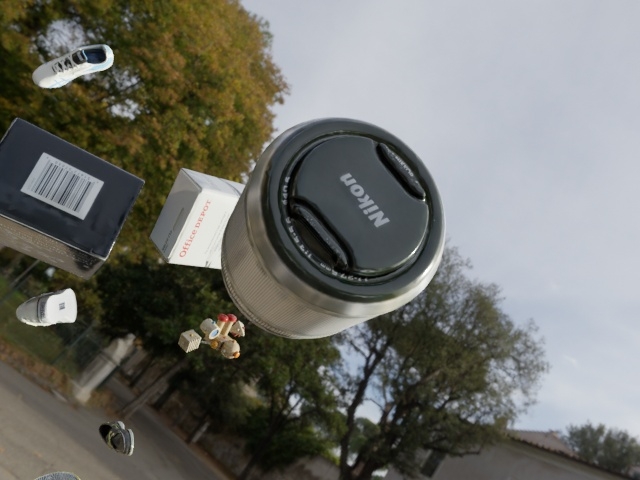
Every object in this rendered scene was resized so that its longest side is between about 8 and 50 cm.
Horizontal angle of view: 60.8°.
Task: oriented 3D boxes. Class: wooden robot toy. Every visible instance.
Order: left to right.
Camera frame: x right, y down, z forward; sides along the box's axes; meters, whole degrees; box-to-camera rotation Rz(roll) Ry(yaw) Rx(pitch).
[{"bbox_3d":[-0.189,0.196,1.074,0.079,0.076,0.173,38,14,28],"label":"wooden robot toy"}]

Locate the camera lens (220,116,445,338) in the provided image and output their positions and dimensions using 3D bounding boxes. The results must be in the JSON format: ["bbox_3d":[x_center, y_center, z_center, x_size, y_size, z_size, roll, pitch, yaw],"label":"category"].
[{"bbox_3d":[0.000,0.000,0.657,0.219,0.219,0.274,41,-25,-3],"label":"camera lens"}]

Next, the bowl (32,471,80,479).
[{"bbox_3d":[-0.583,0.585,1.158,0.170,0.170,0.080,15,-58,45],"label":"bowl"}]

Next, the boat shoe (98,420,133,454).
[{"bbox_3d":[-0.679,0.658,1.812,0.069,0.081,0.228,14,-9,-33],"label":"boat shoe"}]

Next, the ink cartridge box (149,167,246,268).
[{"bbox_3d":[-0.244,-0.041,1.327,0.273,0.197,0.114,11,23,-49],"label":"ink cartridge box"}]

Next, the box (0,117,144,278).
[{"bbox_3d":[-0.637,-0.075,1.319,0.294,0.211,0.395,27,-21,-21],"label":"box"}]

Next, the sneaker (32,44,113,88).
[{"bbox_3d":[-0.724,-0.515,1.590,0.085,0.237,0.086,61,-16,5],"label":"sneaker"}]

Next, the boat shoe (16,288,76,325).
[{"bbox_3d":[-0.728,0.185,1.462,0.267,0.088,0.096,-174,-100,-82],"label":"boat shoe"}]
